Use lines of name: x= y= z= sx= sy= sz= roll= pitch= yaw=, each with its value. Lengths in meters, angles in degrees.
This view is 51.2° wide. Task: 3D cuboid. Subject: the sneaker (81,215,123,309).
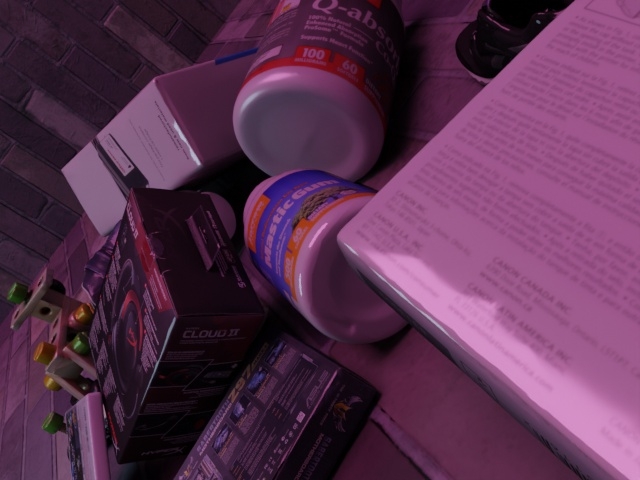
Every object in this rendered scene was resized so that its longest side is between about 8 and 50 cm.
sneaker: x=-0.251 y=0.072 z=1.016 sx=0.163 sy=0.226 sz=0.086 roll=-56 pitch=-11 yaw=-23

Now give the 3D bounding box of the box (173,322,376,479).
box: x=-0.061 y=0.216 z=0.701 sx=0.233 sy=0.059 sz=0.183 roll=-58 pitch=27 yaw=-9

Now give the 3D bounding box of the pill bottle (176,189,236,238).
pill bottle: x=-0.260 y=0.000 z=1.186 sx=0.264 sy=0.146 sz=0.146 roll=-24 pitch=38 yaw=45

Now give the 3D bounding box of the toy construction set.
toy construction set: x=-0.419 y=0.152 z=1.158 sx=0.308 sy=0.237 sz=0.258 roll=-30 pitch=34 yaw=37

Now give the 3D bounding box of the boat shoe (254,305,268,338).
boat shoe: x=-0.162 y=0.127 z=0.956 sx=0.233 sy=0.079 sz=0.084 roll=-20 pitch=40 yaw=46

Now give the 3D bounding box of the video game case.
video game case: x=-0.305 y=0.309 z=0.885 sx=0.173 sy=0.022 sz=0.191 roll=-36 pitch=62 yaw=54

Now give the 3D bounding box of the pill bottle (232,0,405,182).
pill bottle: x=0.014 y=-0.271 z=0.998 sx=0.210 sy=0.210 sz=0.363 roll=-27 pitch=37 yaw=41

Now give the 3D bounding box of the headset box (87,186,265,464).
headset box: x=-0.187 y=0.093 z=0.820 sx=0.218 sy=0.110 sz=0.293 roll=58 pitch=133 yaw=40

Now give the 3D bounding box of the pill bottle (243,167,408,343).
pill bottle: x=0.000 y=0.000 z=0.762 sx=0.152 sy=0.152 sz=0.272 roll=-54 pitch=27 yaw=-2

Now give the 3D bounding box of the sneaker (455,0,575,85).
sneaker: x=0.217 y=-0.239 z=0.730 sx=0.107 sy=0.124 sz=0.283 roll=-51 pitch=26 yaw=3

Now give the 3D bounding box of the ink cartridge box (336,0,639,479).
ink cartridge box: x=0.242 y=-0.039 z=0.409 sx=0.385 sy=0.091 sz=0.308 roll=-44 pitch=47 yaw=-5

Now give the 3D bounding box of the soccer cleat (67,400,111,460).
soccer cleat: x=-0.341 y=0.292 z=1.067 sx=0.179 sy=0.060 sz=0.072 roll=-53 pitch=39 yaw=-1

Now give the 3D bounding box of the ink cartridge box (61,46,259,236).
ink cartridge box: x=-0.265 y=-0.183 z=1.272 sx=0.394 sy=0.166 sz=0.285 roll=-24 pitch=7 yaw=45
